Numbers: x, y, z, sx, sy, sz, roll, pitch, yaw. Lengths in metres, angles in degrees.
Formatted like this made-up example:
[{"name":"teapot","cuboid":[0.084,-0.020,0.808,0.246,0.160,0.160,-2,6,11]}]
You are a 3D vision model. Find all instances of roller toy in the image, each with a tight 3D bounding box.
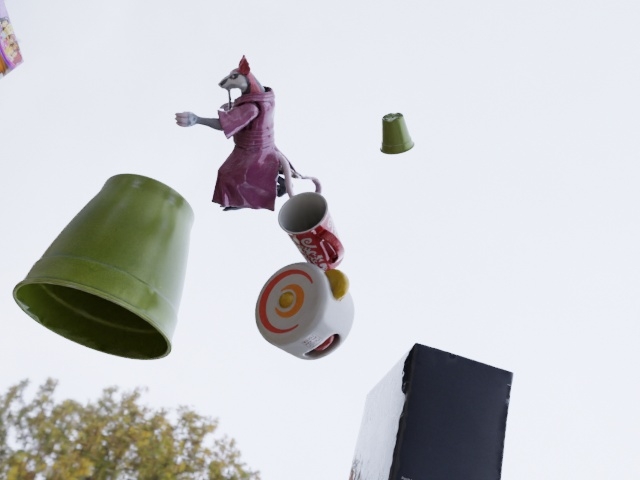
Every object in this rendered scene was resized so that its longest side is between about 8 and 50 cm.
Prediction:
[{"name":"roller toy","cuboid":[-0.036,0.149,1.427,0.209,0.146,0.191,5,-112,38]}]

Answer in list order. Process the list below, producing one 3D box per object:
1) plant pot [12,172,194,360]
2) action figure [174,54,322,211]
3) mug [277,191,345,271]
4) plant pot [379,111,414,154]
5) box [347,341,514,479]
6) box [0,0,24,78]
[{"name":"plant pot","cuboid":[-0.464,0.044,1.580,0.366,0.366,0.353,-11,-131,38]},{"name":"action figure","cuboid":[-0.151,-0.232,1.518,0.275,0.370,0.248,15,-143,15]},{"name":"mug","cuboid":[-0.010,0.002,1.461,0.113,0.169,0.150,-21,-130,5]},{"name":"plant pot","cuboid":[0.173,-0.254,1.558,0.083,0.079,0.083,-11,-150,6]},{"name":"box","cuboid":[0.169,0.394,1.161,0.343,0.179,0.312,112,-4,-60]},{"name":"box","cuboid":[-0.637,-0.389,1.145,0.057,0.293,0.201,19,-130,14]}]
